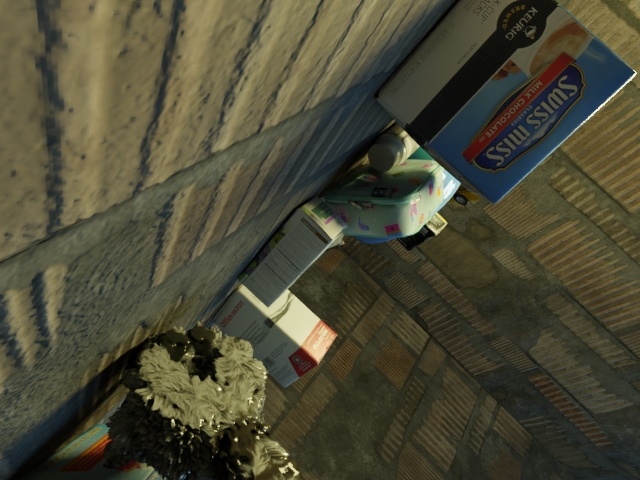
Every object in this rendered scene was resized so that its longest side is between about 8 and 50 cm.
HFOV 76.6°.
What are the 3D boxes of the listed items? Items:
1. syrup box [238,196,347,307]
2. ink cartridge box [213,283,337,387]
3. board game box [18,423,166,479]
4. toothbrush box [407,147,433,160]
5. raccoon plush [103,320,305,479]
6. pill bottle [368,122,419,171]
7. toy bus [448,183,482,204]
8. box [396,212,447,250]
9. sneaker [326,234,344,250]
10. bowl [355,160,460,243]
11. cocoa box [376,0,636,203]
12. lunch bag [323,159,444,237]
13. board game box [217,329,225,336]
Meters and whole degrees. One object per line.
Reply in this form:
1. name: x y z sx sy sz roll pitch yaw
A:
1. syrup box: -0.060 0.026 0.851 0.237 0.096 0.093 -48 178 30
2. ink cartridge box: -0.126 0.234 1.081 0.197 0.273 0.114 -48 179 43
3. board game box: -0.371 0.453 0.767 0.302 0.086 0.308 -3 179 5
4. toothbrush box: 0.331 -0.337 1.011 0.216 0.126 0.295 -44 175 -26
5. raccoon plush: -0.213 0.350 0.617 0.216 0.446 0.299 11 119 -34
6. pill bottle: 0.169 -0.213 0.911 0.137 0.078 0.078 -42 175 -38
7. toy bus: 0.408 -0.194 1.301 0.108 0.130 0.333 -50 -156 -17
8. box: 0.301 -0.121 1.575 0.079 0.322 0.257 -43 176 -20
9. sneaker: 0.030 0.011 1.714 0.271 0.108 0.100 -44 179 6
10. bowl: 0.237 -0.156 1.235 0.391 0.077 0.391 -34 -156 17
11. cocoa box: 0.270 -0.228 0.677 0.231 0.228 0.347 -47 177 18
12. lunch bag: 0.142 -0.105 0.916 0.279 0.224 0.107 -38 130 -48
13. board game box: -0.347 0.329 1.618 0.154 0.026 0.103 -42 175 -46
